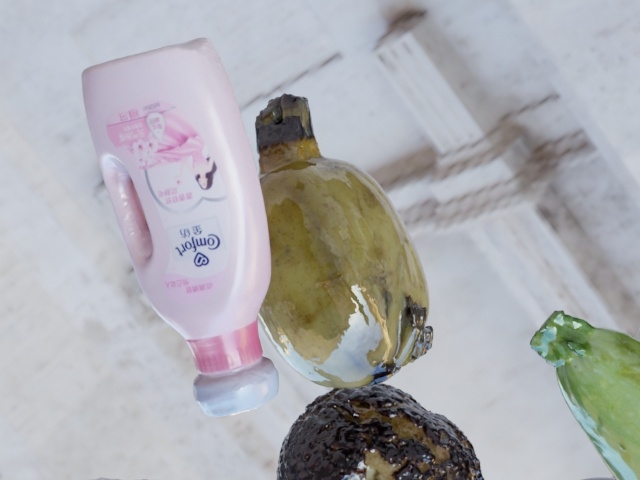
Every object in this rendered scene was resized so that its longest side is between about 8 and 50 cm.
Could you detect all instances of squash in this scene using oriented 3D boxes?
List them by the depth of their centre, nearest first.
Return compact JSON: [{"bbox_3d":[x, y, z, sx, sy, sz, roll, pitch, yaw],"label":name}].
[{"bbox_3d":[0.287,0.180,1.006,0.118,0.370,0.118,-46,178,-2],"label":"squash"}]

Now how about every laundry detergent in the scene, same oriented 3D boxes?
[{"bbox_3d":[-0.116,-0.007,1.325,0.159,0.335,0.088,-7,-169,35],"label":"laundry detergent"}]

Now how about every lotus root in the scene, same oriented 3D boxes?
[{"bbox_3d":[0.000,0.000,1.499,0.183,0.309,0.183,-22,180,0],"label":"lotus root"}]

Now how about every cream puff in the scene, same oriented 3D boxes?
[{"bbox_3d":[0.072,0.253,1.616,0.164,0.239,0.239,-62,-166,2],"label":"cream puff"}]

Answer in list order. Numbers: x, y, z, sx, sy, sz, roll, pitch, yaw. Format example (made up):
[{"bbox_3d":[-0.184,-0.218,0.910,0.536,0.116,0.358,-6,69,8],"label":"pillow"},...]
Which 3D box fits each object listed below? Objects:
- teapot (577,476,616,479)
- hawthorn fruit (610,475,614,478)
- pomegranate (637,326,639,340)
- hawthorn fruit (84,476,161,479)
[{"bbox_3d":[0.255,0.314,1.422,0.178,0.252,0.135,-57,159,-15],"label":"teapot"},{"bbox_3d":[0.407,0.386,1.749,0.308,0.276,0.276,-12,-162,10],"label":"hawthorn fruit"},{"bbox_3d":[0.543,0.188,1.940,0.242,0.305,0.242,-16,-178,1],"label":"pomegranate"},{"bbox_3d":[-0.115,0.289,1.111,0.205,0.253,0.205,-164,-90,-73],"label":"hawthorn fruit"}]
